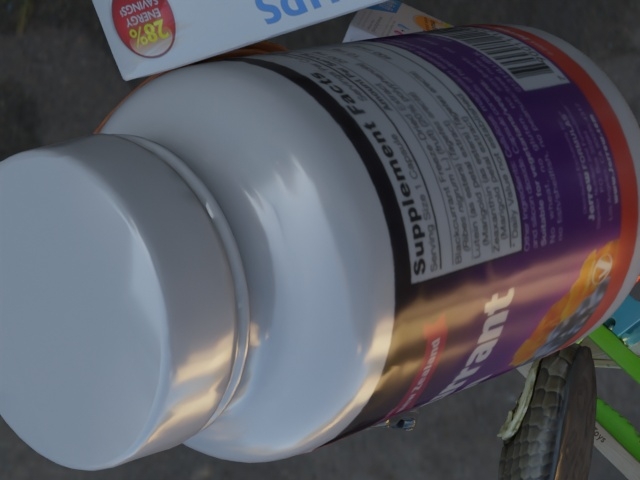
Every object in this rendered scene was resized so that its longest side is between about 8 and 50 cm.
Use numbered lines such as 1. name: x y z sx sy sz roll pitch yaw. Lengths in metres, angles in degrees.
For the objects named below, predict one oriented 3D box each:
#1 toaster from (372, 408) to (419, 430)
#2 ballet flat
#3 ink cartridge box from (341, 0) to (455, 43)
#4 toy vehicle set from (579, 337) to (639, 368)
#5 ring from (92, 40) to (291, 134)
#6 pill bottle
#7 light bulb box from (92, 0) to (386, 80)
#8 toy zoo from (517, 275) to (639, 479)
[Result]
1. toaster: 0.026 0.133 1.815 0.129 0.146 0.227 -9 171 14
2. ballet flat: 0.092 0.161 0.860 0.058 0.084 0.250 18 118 21
3. ink cartridge box: 0.112 -0.175 1.719 0.181 0.104 0.061 25 122 1
4. toy vehicle set: 0.342 0.109 1.754 0.166 0.035 0.267 4 173 -4
5. ring: -0.128 -0.040 1.537 0.336 0.336 0.032 -30 139 22
6. pill bottle: 0.000 0.000 0.478 0.193 0.108 0.108 -15 147 -46
7. light bulb box: 0.008 -0.336 1.551 0.358 0.361 0.225 -12 105 38
8. toy zoo: 0.298 0.043 1.231 0.293 0.192 0.030 -46 135 2
